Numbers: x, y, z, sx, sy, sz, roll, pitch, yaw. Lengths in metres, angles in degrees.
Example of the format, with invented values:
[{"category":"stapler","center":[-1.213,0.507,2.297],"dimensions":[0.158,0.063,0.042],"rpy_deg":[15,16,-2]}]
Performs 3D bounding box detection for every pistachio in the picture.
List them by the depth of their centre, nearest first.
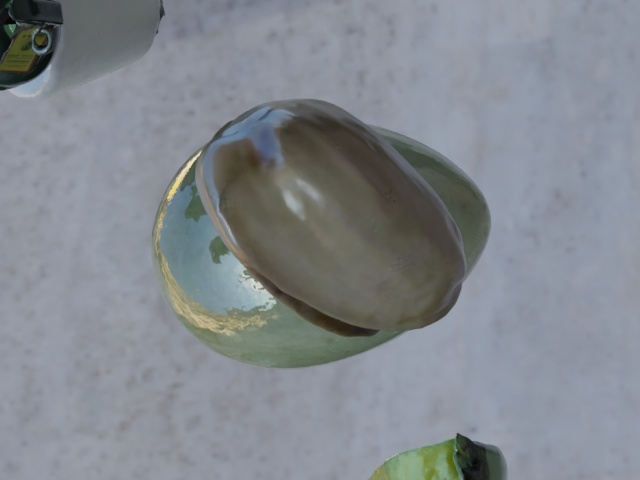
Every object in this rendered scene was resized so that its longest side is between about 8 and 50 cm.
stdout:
[{"category":"pistachio","center":[0.006,-0.011,1.254],"dimensions":[0.206,0.129,0.131],"rpy_deg":[43,-113,-26]}]

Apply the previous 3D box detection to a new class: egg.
[{"category":"egg","center":[0.000,0.000,1.610],"dimensions":[0.218,0.295,0.218],"rpy_deg":[-4,-90,-80]}]

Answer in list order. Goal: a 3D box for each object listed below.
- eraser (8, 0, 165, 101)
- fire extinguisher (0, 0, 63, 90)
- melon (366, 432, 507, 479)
[{"category":"eraser","center":[-0.259,-0.284,1.670],"dimensions":[0.150,0.331,0.331],"rpy_deg":[-32,-70,-42]},{"category":"fire extinguisher","center":[-0.293,-0.155,1.454],"dimensions":[0.114,0.311,0.095],"rpy_deg":[-5,-91,-46]},{"category":"melon","center":[0.061,0.345,1.960],"dimensions":[0.226,0.343,0.331],"rpy_deg":[60,-148,-10]}]
